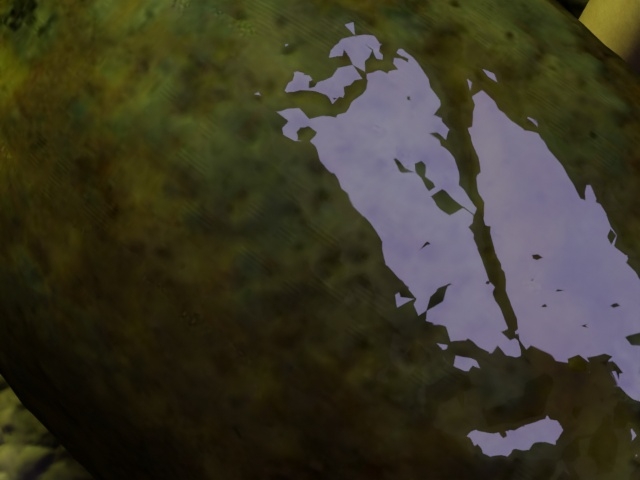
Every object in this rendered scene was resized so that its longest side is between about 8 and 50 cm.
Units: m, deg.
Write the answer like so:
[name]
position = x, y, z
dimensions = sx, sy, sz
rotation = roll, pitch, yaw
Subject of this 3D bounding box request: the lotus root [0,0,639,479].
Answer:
[lotus root]
position = 0.000, 0.000, 0.542
dimensions = 0.346, 0.250, 0.250
rotation = 42, 58, 10

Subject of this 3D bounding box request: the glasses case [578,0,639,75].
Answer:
[glasses case]
position = 0.173, -0.080, 0.659
dimensions = 0.102, 0.193, 0.070
rotation = 17, 39, -13
